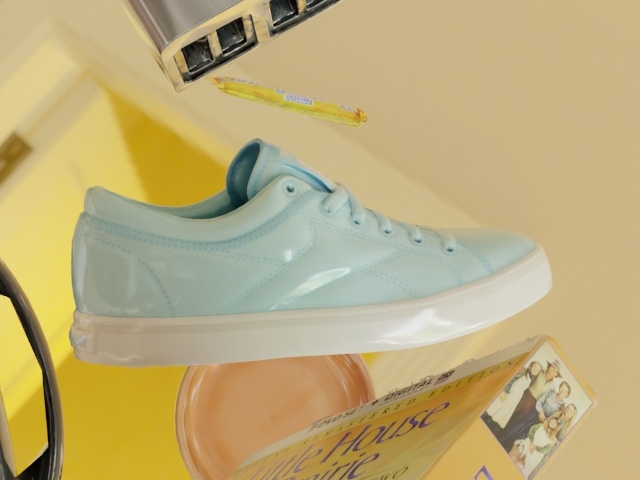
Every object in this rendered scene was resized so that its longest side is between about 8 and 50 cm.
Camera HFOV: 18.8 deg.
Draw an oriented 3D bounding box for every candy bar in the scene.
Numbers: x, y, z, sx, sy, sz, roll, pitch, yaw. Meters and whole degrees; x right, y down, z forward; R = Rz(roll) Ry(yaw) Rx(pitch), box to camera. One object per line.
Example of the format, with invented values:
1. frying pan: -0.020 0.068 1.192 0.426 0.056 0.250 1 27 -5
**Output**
1. candy bar: -0.033 -0.134 1.842 0.161 0.018 0.040 13 11 -11

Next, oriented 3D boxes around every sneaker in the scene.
1. sneaker: 0.000 0.000 1.388 0.135 0.366 0.150 -159 -115 -65

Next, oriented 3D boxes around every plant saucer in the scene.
1. plant saucer: -0.043 0.164 1.797 0.200 0.200 0.037 44 -18 -13

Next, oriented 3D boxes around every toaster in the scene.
1. toaster: -0.069 -0.208 1.452 0.110 0.168 0.185 60 -4 10

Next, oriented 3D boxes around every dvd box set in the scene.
1. dvd box set: -0.054 0.226 1.100 0.308 0.420 0.062 -27 -78 47

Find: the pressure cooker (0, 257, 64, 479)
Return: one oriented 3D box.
1. pressure cooker: -0.459 0.176 1.856 0.375 0.420 0.370 -109 -177 -48
